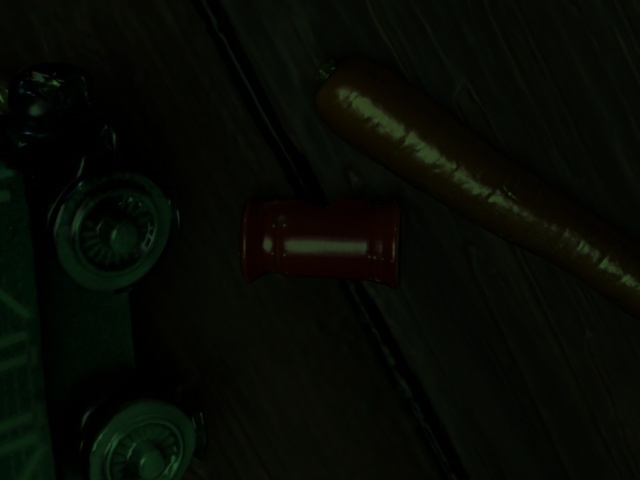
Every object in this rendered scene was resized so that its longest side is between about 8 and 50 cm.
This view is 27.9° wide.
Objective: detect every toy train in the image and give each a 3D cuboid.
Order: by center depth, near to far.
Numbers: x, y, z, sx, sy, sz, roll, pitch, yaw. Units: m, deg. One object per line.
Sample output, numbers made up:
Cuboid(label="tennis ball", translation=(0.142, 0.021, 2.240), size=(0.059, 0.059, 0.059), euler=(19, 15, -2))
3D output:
Cuboid(label="toy train", translation=(-0.146, 0.050, 0.625), size=(0.154, 0.115, 0.269), euler=(-18, 124, -31))

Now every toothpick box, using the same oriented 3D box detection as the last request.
Cuboid(label="toothpick box", translation=(0.000, 0.000, 0.658), size=(0.083, 0.047, 0.047), euler=(2, 105, 7))

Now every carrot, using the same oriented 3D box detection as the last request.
Cuboid(label="carrot", translation=(0.101, -0.017, 0.645), size=(0.248, 0.043, 0.043), euler=(33, 106, -4))

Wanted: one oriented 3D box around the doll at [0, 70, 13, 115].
Cuboid(label="doll", translation=(-0.192, -0.077, 0.659), size=(0.093, 0.051, 0.061), euler=(22, 113, 2))
